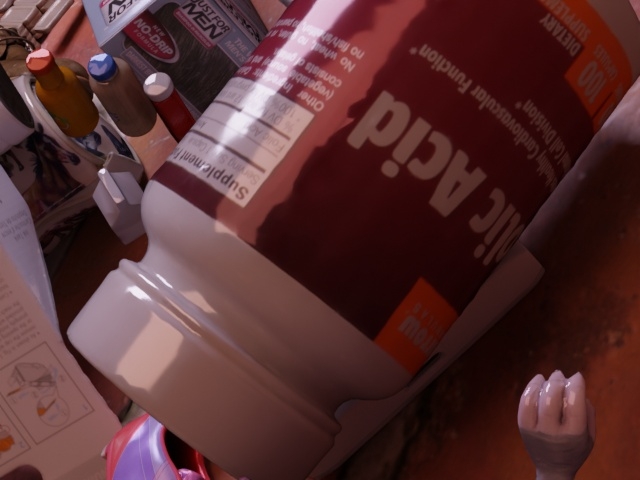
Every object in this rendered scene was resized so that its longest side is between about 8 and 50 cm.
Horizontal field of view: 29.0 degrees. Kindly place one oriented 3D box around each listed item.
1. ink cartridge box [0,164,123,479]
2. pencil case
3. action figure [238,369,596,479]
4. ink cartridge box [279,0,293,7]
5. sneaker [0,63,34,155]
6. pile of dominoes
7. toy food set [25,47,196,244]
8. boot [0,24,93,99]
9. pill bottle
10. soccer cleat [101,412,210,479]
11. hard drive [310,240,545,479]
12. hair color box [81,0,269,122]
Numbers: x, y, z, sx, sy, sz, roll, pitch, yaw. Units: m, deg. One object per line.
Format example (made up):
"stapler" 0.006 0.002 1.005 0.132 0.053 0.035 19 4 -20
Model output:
"ink cartridge box" -0.359 0.094 1.096 0.308 0.385 0.091 -31 7 18
"pencil case" -0.367 0.006 1.248 0.410 0.160 0.183 -41 64 8
"action figure" 0.087 0.234 0.640 0.370 0.248 0.276 -4 58 41
"ink cartridge box" 0.041 -0.338 1.153 0.239 0.060 0.275 41 89 11
"sneaker" -0.376 -0.167 1.174 0.123 0.106 0.290 -38 51 7
"pile of dominoes" -0.332 -0.333 1.579 0.196 0.040 0.251 10 59 43
"toy food set" -0.157 -0.079 1.063 0.111 0.104 0.232 -32 62 -4
"boot" -0.365 -0.202 1.421 0.305 0.112 0.115 4 80 43
"pill bottle" 0.022 -0.035 0.843 0.392 0.224 0.224 -53 42 -5
"soccer cleat" -0.116 0.230 0.932 0.095 0.083 0.248 -34 40 20
"hard drive" 0.000 0.000 1.034 0.233 0.047 0.353 -43 43 5
"hair color box" -0.164 -0.269 1.264 0.113 0.185 0.374 -38 43 9
